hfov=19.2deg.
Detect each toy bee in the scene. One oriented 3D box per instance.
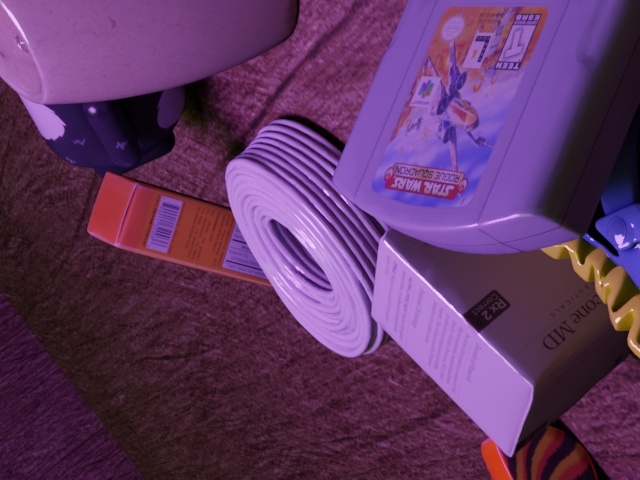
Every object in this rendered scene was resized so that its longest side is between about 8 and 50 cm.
[{"bbox_3d":[0.267,0.317,1.874,0.195,0.162,0.298,-165,66,-72],"label":"toy bee"}]

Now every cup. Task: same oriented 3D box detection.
[{"bbox_3d":[-0.216,-0.260,1.786,0.331,0.237,0.331,44,159,21],"label":"cup"}]

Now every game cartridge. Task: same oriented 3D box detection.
[{"bbox_3d":[0.118,-0.091,1.395,0.062,0.198,0.297,30,171,-28],"label":"game cartridge"}]

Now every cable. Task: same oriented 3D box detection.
[{"bbox_3d":[0.000,0.000,1.967,0.257,0.089,0.257,47,160,15],"label":"cable"}]

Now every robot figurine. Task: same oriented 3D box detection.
[{"bbox_3d":[-0.252,-0.189,2.063,0.209,0.173,0.278,19,152,28],"label":"robot figurine"}]

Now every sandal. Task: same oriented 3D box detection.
[{"bbox_3d":[0.222,-0.037,1.398,0.317,0.126,0.138,43,128,39],"label":"sandal"}]

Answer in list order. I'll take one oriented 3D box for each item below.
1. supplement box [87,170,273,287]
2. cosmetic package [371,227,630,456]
[{"bbox_3d":[-0.134,-0.008,2.090,0.233,0.080,0.078,18,-179,-35],"label":"supplement box"},{"bbox_3d":[0.159,0.050,1.601,0.183,0.151,0.151,44,159,20],"label":"cosmetic package"}]
